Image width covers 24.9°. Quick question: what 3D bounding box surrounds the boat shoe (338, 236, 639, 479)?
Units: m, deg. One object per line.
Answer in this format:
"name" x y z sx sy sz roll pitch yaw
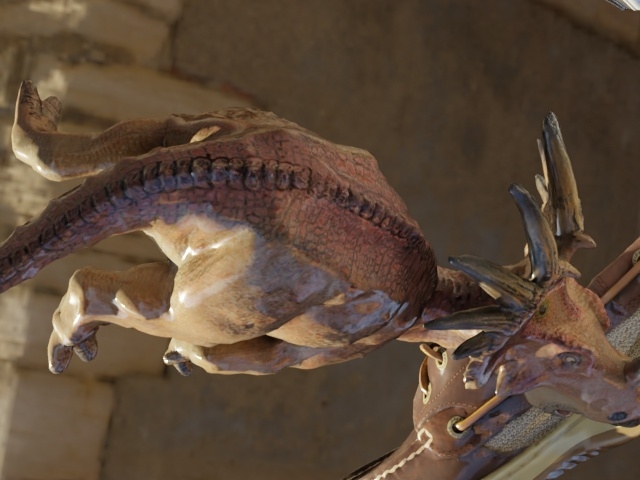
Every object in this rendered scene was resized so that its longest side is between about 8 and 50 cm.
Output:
"boat shoe" 0.120 0.081 0.883 0.342 0.123 0.123 -36 175 38

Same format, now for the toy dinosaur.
"toy dinosaur" 0.000 0.000 0.568 0.200 0.127 0.295 2 175 41

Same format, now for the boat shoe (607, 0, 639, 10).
"boat shoe" 0.220 -0.274 1.356 0.228 0.080 0.076 30 126 -36
